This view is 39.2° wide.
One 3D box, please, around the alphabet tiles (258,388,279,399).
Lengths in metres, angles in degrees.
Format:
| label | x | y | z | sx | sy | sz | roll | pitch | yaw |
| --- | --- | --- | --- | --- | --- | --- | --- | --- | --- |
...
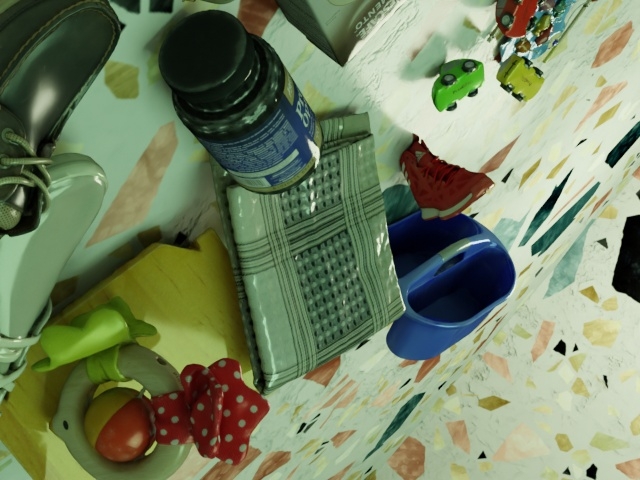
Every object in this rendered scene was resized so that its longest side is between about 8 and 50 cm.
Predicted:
| label | x | y | z | sx | sy | sz | roll | pitch | yaw |
| --- | --- | --- | --- | --- | --- | --- | --- | --- | --- |
| alphabet tiles | -0.051 | 0.207 | 1.727 | 0.284 | 0.021 | 0.278 | -37 | 155 | -23 |

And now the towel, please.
| label | x | y | z | sx | sy | sz | roll | pitch | yaw |
| --- | --- | --- | --- | --- | --- | --- | --- | --- | --- |
| towel | 0.000 | 0.000 | 1.197 | 0.312 | 0.056 | 0.324 | -22 | 105 | -45 |

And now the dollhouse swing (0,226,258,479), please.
| label | x | y | z | sx | sy | sz | roll | pitch | yaw |
| --- | --- | --- | --- | --- | --- | --- | --- | --- | --- |
| dollhouse swing | -0.271 | 0.171 | 1.234 | 0.347 | 0.305 | 0.315 | -38 | 114 | -19 |

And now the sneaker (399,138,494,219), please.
| label | x | y | z | sx | sy | sz | roll | pitch | yaw |
| --- | --- | --- | --- | --- | --- | --- | --- | --- | --- |
| sneaker | 0.189 | -0.105 | 1.469 | 0.087 | 0.128 | 0.221 | -36 | -175 | -20 |

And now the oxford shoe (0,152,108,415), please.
| label | x | y | z | sx | sy | sz | roll | pitch | yaw |
| --- | --- | --- | --- | --- | --- | --- | --- | --- | --- |
| oxford shoe | -0.346 | 0.106 | 0.895 | 0.449 | 0.130 | 0.169 | -50 | 160 | 7 |

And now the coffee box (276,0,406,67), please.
| label | x | y | z | sx | sy | sz | roll | pitch | yaw |
| --- | --- | --- | --- | --- | --- | --- | --- | --- | --- |
| coffee box | 0.008 | -0.303 | 0.897 | 0.141 | 0.098 | 0.246 | -46 | 157 | -1 |

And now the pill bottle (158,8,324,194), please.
| label | x | y | z | sx | sy | sz | roll | pitch | yaw |
| --- | --- | --- | --- | --- | --- | --- | --- | --- | --- |
| pill bottle | -0.083 | -0.144 | 0.959 | 0.123 | 0.123 | 0.219 | -46 | 153 | -4 |

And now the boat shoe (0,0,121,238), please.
| label | x | y | z | sx | sy | sz | roll | pitch | yaw |
| --- | --- | --- | --- | --- | --- | --- | --- | --- | --- |
| boat shoe | -0.279 | -0.057 | 0.753 | 0.355 | 0.130 | 0.132 | -49 | 158 | 5 |

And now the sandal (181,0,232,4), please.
| label | x | y | z | sx | sy | sz | roll | pitch | yaw |
| --- | --- | --- | --- | --- | --- | --- | --- | --- | --- |
| sandal | -0.119 | -0.246 | 0.830 | 0.180 | 0.049 | 0.072 | -8 | 135 | -57 |

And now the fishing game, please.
| label | x | y | z | sx | sy | sz | roll | pitch | yaw |
| --- | --- | --- | --- | --- | --- | --- | --- | --- | --- |
| fishing game | 0.374 | -0.360 | 1.521 | 0.189 | 0.041 | 0.264 | -54 | 154 | 19 |

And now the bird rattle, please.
| label | x | y | z | sx | sy | sz | roll | pitch | yaw |
| --- | --- | --- | --- | --- | --- | --- | --- | --- | --- |
| bird rattle | -0.196 | 0.182 | 1.000 | 0.207 | 0.253 | 0.143 | -58 | 176 | 19 |

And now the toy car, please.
| label | x | y | z | sx | sy | sz | roll | pitch | yaw |
| --- | --- | --- | --- | --- | --- | --- | --- | --- | --- |
| toy car | 0.255 | -0.281 | 1.407 | 0.225 | 0.053 | 0.239 | -33 | 141 | -14 |

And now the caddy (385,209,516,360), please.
| label | x | y | z | sx | sy | sz | roll | pitch | yaw |
| --- | --- | --- | --- | --- | --- | --- | --- | --- | --- |
| caddy | 0.215 | 0.067 | 1.685 | 0.341 | 0.241 | 0.179 | -26 | 154 | -42 |
